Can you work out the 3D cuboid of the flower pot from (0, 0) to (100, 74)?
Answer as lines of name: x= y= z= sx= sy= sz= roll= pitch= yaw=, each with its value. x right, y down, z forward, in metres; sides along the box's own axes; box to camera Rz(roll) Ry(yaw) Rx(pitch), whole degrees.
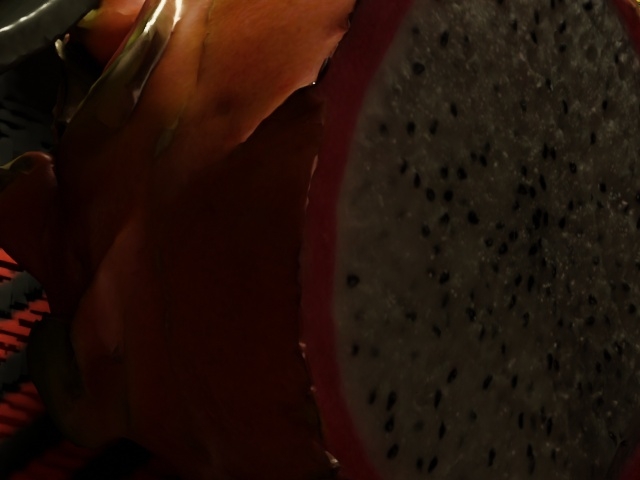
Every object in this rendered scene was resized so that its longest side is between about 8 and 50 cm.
flower pot: x=-0.226 y=-0.148 z=0.680 sx=0.269 sy=0.166 sz=0.269 roll=14 pitch=62 yaw=-28

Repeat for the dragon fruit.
dragon fruit: x=0.000 y=0.000 z=0.712 sx=0.305 sy=0.226 sz=0.305 roll=3 pitch=86 yaw=-51
